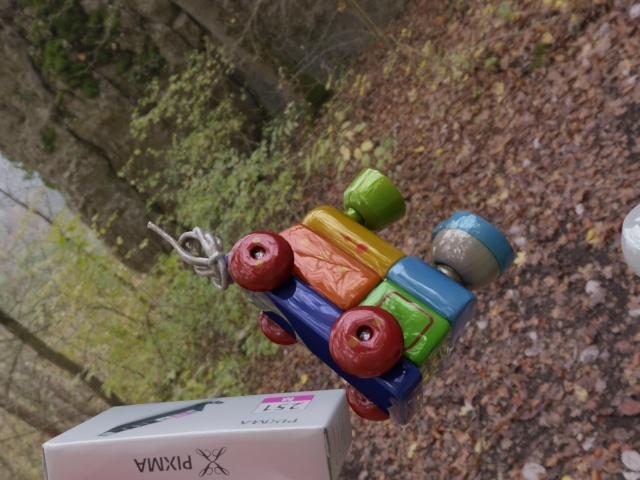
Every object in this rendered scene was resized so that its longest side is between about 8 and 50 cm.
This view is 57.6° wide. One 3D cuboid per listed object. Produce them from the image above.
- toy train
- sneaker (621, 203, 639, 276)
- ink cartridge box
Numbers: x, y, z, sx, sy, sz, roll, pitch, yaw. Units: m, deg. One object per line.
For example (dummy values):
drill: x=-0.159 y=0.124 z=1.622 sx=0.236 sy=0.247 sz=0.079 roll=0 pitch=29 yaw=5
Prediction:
toy train: x=0.000 y=0.000 z=0.419 sx=0.248 sy=0.105 sz=0.143 roll=35 pitch=68 yaw=28
sneaker: x=0.431 y=0.023 z=0.476 sx=0.367 sy=0.150 sz=0.135 roll=-6 pitch=29 yaw=2
ink cartridge box: x=-0.123 y=0.199 z=0.521 sx=0.276 sy=0.060 sz=0.239 roll=-7 pitch=-2 yaw=10
